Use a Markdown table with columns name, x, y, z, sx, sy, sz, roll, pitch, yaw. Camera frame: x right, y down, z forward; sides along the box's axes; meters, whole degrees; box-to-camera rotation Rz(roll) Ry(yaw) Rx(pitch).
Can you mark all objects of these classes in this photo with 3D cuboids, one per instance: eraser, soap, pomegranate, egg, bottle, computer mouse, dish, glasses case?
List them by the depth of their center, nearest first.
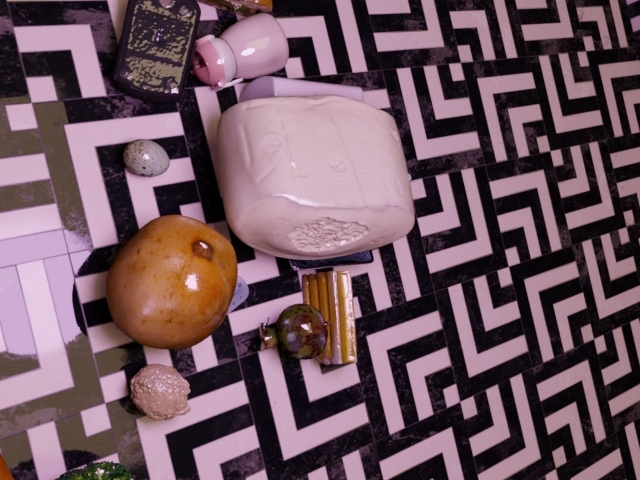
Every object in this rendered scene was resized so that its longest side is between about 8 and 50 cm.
| name | x | y | z | sx | sy | sz | roll | pitch | yaw |
| --- | --- | --- | --- | --- | --- | --- | --- | --- | --- |
| pomegranate | -0.309 | 0.088 | 1.552 | 0.307 | 0.307 | 0.307 | 5 | 80 | -33 |
| egg | -0.349 | 0.332 | 1.598 | 0.140 | 0.118 | 0.116 | 53 | 42 | -26 |
| egg | -0.393 | -0.186 | 1.660 | 0.110 | 0.085 | 0.085 | 9 | 78 | -37 |
| computer mouse | -0.378 | -0.453 | 1.694 | 0.170 | 0.100 | 0.269 | 13 | 85 | -12 |
| glasses case | -0.245 | 0.149 | 1.736 | 0.178 | 0.045 | 0.067 | -39 | 104 | -31 |
| pomegranate | -0.065 | 0.216 | 1.764 | 0.169 | 0.148 | 0.148 | 7 | 78 | -2 |
| bottle | -0.210 | -0.455 | 1.793 | 0.236 | 0.147 | 0.147 | -27 | 99 | -25 |
| soap | 0.022 | 0.194 | 1.850 | 0.073 | 0.140 | 0.232 | -1 | 84 | -34 |
| eraser | -0.047 | -0.352 | 1.861 | 0.270 | 0.174 | 0.095 | 0 | 84 | -34 |
| dish | 0.000 | 0.000 | 1.885 | 0.243 | 0.080 | 0.182 | -4 | 66 | -30 |

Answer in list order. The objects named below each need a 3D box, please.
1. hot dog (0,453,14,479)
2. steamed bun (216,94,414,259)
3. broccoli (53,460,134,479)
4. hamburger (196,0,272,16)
| name | x | y | z | sx | sy | sz | roll | pitch | yaw |
| --- | --- | --- | --- | --- | --- | --- | --- | --- | --- |
| hot dog | -0.648 | 0.453 | 1.414 | 0.092 | 0.062 | 0.236 | -33 | 103 | -36 |
| steamed bun | -0.023 | -0.144 | 1.729 | 0.456 | 0.290 | 0.371 | 4 | 58 | -23 |
| broccoli | -0.431 | 0.578 | 1.419 | 0.297 | 0.297 | 0.297 | 4 | 90 | -69 |
| hamburger | -0.238 | -0.628 | 1.790 | 0.262 | 0.124 | 0.131 | 6 | 96 | -34 |
